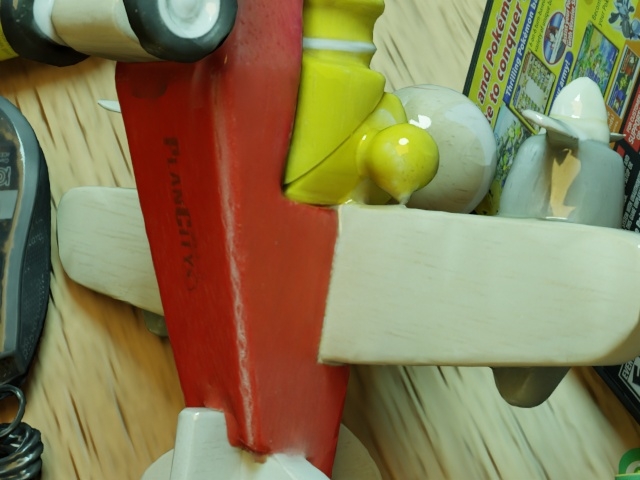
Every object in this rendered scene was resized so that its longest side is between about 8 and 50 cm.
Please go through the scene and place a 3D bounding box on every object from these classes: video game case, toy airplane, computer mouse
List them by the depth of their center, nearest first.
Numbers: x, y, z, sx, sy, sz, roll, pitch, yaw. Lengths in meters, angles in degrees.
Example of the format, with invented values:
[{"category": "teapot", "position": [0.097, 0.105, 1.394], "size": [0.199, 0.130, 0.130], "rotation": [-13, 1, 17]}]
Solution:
[{"category": "video game case", "position": [0.165, -0.072, 0.955], "size": [0.035, 0.274, 0.248], "rotation": [-9, 42, -26]}, {"category": "toy airplane", "position": [0.000, 0.000, 0.975], "size": [0.272, 0.384, 0.386], "rotation": [-20, 60, -38]}, {"category": "computer mouse", "position": [-0.244, 0.035, 1.144], "size": [0.189, 0.072, 0.272], "rotation": [3, 75, 15]}]

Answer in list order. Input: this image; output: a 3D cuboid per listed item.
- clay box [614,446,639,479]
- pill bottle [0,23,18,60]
[{"category": "clay box", "position": [0.227, 0.202, 0.923], "size": [0.127, 0.053, 0.222], "rotation": [-7, 61, 11]}, {"category": "pill bottle", "position": [-0.210, -0.192, 1.225], "size": [0.209, 0.119, 0.119], "rotation": [-15, 59, 7]}]
